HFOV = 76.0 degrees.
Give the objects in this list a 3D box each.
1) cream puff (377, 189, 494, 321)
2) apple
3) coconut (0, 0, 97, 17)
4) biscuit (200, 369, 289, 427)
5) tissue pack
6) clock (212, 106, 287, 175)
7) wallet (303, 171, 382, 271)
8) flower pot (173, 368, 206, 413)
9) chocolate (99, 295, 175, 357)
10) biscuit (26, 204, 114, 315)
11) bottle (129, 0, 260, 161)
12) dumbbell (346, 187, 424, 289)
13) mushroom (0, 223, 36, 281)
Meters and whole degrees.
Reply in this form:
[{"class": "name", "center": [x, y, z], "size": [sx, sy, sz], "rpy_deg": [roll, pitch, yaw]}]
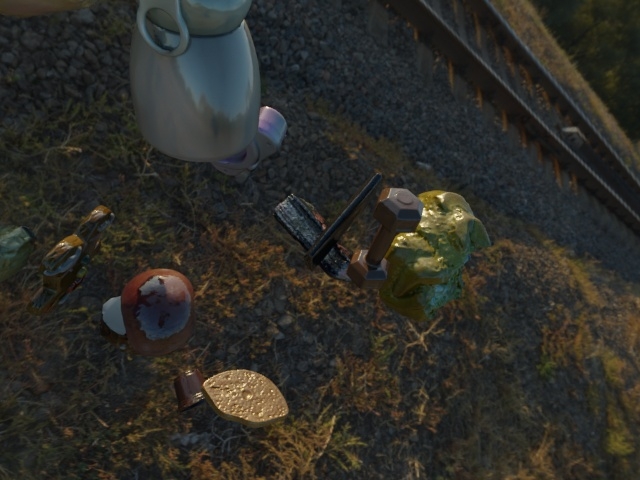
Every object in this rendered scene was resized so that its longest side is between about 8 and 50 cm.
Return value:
[{"class": "cream puff", "center": [0.247, 0.031, 1.062], "size": [0.270, 0.323, 0.274], "rpy_deg": [-13, 43, -26]}, {"class": "apple", "center": [-0.561, 0.248, 1.432], "size": [0.235, 0.306, 0.305], "rpy_deg": [-11, 77, -25]}, {"class": "coconut", "center": [-0.509, -0.566, 0.705], "size": [0.353, 0.353, 0.352], "rpy_deg": [22, 56, -36]}, {"class": "biscuit", "center": [-0.181, 0.382, 1.001], "size": [0.221, 0.029, 0.142], "rpy_deg": [17, 32, -6]}, {"class": "tissue pack", "center": [0.000, 0.000, 1.422], "size": [0.332, 0.123, 0.245], "rpy_deg": [50, 7, 18]}, {"class": "clock", "center": [-0.222, -0.251, 0.869], "size": [0.248, 0.228, 0.090], "rpy_deg": [35, 58, -31]}, {"class": "wallet", "center": [0.061, -0.054, 1.187], "size": [0.044, 0.170, 0.321], "rpy_deg": [39, 78, 9]}, {"class": "flower pot", "center": [-0.345, 0.399, 1.102], "size": [0.111, 0.111, 0.089], "rpy_deg": [-7, 63, -46]}, {"class": "chocolate", "center": [-0.702, 0.360, 1.649], "size": [0.340, 0.210, 0.225], "rpy_deg": [12, 43, -17]}, {"class": "biscuit", "center": [-0.686, 0.085, 1.137], "size": [0.064, 0.432, 0.283], "rpy_deg": [34, 40, -15]}, {"class": "bottle", "center": [-0.134, -0.217, 0.438], "size": [0.148, 0.236, 0.147], "rpy_deg": [7, 49, -8]}, {"class": "dumbbell", "center": [0.120, 0.002, 0.794], "size": [0.092, 0.231, 0.082], "rpy_deg": [1, 48, -19]}, {"class": "mushroom", "center": [-0.560, -0.024, 0.548], "size": [0.267, 0.190, 0.164], "rpy_deg": [55, 33, -13]}]
